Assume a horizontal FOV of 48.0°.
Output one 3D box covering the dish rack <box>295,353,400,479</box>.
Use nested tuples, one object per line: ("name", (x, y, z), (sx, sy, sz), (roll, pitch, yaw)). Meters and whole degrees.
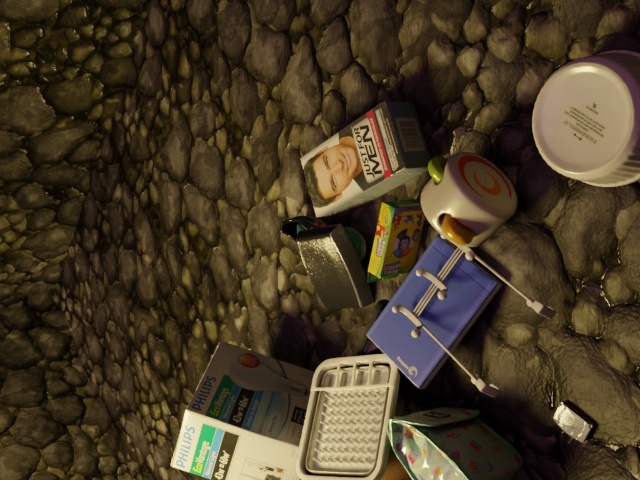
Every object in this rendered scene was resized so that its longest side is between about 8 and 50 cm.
("dish rack", (0.082, 0.466, 1.858), (0.286, 0.072, 0.332), (-13, 52, 40))

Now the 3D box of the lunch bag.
("lunch bag", (0.307, 0.498, 1.709), (0.262, 0.223, 0.160), (45, 123, 38))

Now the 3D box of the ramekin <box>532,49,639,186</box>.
("ramekin", (0.540, -0.237, 1.399), (0.273, 0.127, 0.272), (9, 102, 49))

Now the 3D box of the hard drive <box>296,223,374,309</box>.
("hard drive", (0.035, 0.083, 2.021), (0.172, 0.054, 0.254), (-8, 113, 39))

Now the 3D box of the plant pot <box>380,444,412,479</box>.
("plant pot", (0.170, 0.591, 1.905), (0.254, 0.237, 0.237), (-44, 60, 19))

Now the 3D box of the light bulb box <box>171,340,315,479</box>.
("light bulb box", (-0.198, 0.524, 2.110), (0.361, 0.358, 0.225), (18, 116, 0))

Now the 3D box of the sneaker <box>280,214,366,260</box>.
("sneaker", (0.000, 0.000, 2.090), (0.302, 0.121, 0.108), (21, 112, 47))

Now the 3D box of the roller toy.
("roller toy", (0.331, -0.086, 1.621), (0.146, 0.191, 0.209), (-53, 50, 40))

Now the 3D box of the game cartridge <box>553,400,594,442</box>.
("game cartridge", (0.549, 0.397, 1.565), (0.083, 0.017, 0.056), (40, 121, 40))

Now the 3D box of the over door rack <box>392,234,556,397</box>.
("over door rack", (0.328, 0.154, 1.627), (0.324, 0.108, 0.239), (42, 106, 38))

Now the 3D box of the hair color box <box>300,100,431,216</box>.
("hair color box", (0.114, -0.209, 1.931), (0.374, 0.114, 0.185), (-27, 74, 49))

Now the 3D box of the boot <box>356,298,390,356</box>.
("boot", (0.204, 0.301, 1.906), (0.207, 0.094, 0.246), (33, 113, 48))

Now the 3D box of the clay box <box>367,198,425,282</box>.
("clay box", (0.196, 0.008, 1.849), (0.053, 0.127, 0.222), (29, 117, 44))

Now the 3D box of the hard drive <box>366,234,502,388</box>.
("hard drive", (0.271, 0.173, 1.765), (0.210, 0.040, 0.318), (44, 106, 38))
